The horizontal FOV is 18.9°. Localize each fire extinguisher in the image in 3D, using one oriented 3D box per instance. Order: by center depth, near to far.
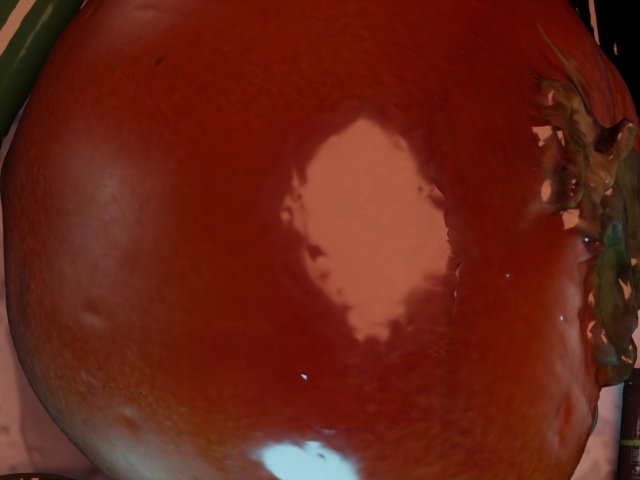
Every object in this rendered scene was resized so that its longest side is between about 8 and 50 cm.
[{"bbox_3d":[0.191,0.141,1.120,0.056,0.039,0.132,5,84,-3],"label":"fire extinguisher"}]

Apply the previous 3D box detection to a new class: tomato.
[{"bbox_3d":[0.000,0.000,0.907,0.321,0.321,0.321,1,85,-13],"label":"tomato"}]

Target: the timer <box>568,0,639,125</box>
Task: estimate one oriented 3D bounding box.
[{"bbox_3d":[0.153,-0.138,1.097,0.144,0.055,0.187,-9,87,-40],"label":"timer"}]

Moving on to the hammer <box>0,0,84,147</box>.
[{"bbox_3d":[-0.126,-0.167,1.031,0.206,0.119,0.335,31,90,10],"label":"hammer"}]

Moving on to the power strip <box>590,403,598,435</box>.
[{"bbox_3d":[0.006,0.077,1.071,0.265,0.059,0.193,-26,92,-13],"label":"power strip"}]

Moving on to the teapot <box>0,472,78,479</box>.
[{"bbox_3d":[-0.160,0.206,0.977,0.268,0.175,0.185,-28,115,9],"label":"teapot"}]
